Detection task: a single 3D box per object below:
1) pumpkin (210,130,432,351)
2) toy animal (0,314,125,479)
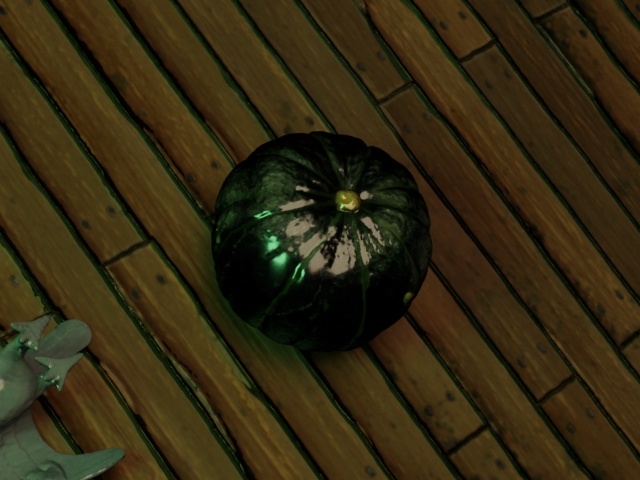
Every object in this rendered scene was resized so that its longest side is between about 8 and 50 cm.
[{"bbox_3d":[0.000,0.000,1.783,0.220,0.162,0.220,11,56,-18],"label":"pumpkin"},{"bbox_3d":[-0.296,0.133,1.641,0.239,0.176,0.255,54,23,4],"label":"toy animal"}]
